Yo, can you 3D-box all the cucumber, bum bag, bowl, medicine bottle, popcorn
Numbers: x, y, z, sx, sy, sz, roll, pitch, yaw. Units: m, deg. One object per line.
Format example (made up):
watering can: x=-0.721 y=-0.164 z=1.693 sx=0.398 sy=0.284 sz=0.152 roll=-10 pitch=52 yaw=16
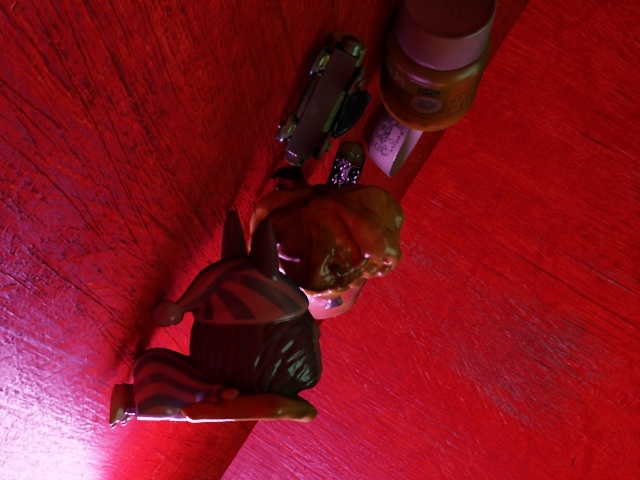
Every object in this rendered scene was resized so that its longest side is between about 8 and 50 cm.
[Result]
cucumber: x=0.045 y=-0.123 z=2.350 sx=0.081 sy=0.072 sz=0.303 roll=-55 pitch=171 yaw=-36
bum bag: x=0.050 y=-0.267 z=1.965 sx=0.123 sy=0.060 sz=0.248 roll=-58 pitch=172 yaw=4
bowl: x=0.187 y=-0.279 z=2.470 sx=0.211 sy=0.112 sz=0.211 roll=-57 pitch=171 yaw=-14
medicine bottle: x=0.246 y=-0.405 z=2.036 sx=0.224 sy=0.224 sz=0.384 roll=-56 pitch=171 yaw=-17
popcorn: x=0.011 y=0.000 z=1.803 sx=0.316 sy=0.297 sz=0.281 roll=-69 pitch=153 yaw=-69

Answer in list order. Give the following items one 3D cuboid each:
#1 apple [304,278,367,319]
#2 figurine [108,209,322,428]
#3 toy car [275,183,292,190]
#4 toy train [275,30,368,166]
apple: x=0.000 y=0.000 z=2.025 sx=0.293 sy=0.251 sz=0.163 roll=-61 pitch=168 yaw=-25
figurine: x=-0.179 y=0.140 z=1.710 sx=0.266 sy=0.361 sz=0.378 roll=91 pitch=-2 yaw=-78
toy car: x=-0.094 y=-0.057 z=1.953 sx=0.122 sy=0.035 sz=0.059 roll=-56 pitch=170 yaw=24
toy train: x=0.007 y=-0.255 z=1.706 sx=0.157 sy=0.105 sz=0.253 roll=-71 pitch=-173 yaw=-64
